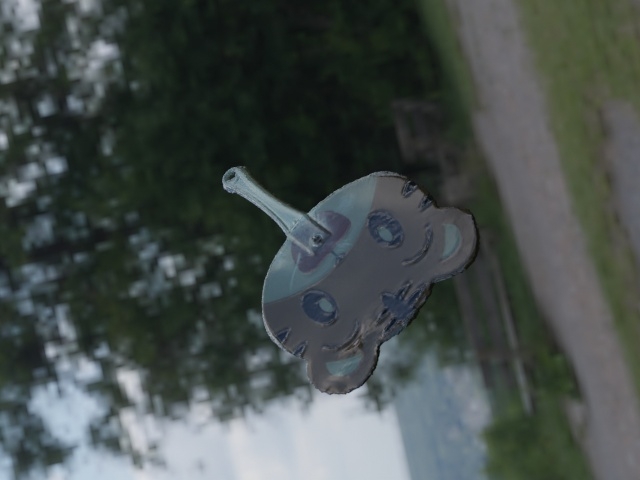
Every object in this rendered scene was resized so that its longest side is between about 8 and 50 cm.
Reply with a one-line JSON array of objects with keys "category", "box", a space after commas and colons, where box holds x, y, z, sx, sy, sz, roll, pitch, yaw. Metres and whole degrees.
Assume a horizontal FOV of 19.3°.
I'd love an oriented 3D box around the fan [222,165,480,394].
[{"category": "fan", "box": [0.000, 0.000, 1.268, 0.227, 0.152, 0.008, 39, 179, 43]}]
